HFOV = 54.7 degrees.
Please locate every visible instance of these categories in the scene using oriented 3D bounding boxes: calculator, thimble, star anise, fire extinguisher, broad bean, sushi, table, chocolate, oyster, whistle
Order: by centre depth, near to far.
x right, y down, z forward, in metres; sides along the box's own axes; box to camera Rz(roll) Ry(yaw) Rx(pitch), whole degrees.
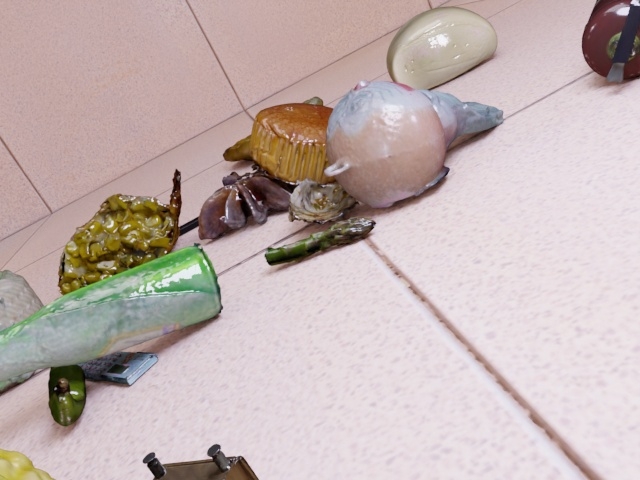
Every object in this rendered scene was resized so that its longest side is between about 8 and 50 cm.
[{"bbox_3d":[-0.084,0.189,0.416,0.083,0.082,0.070,-16,23,28],"label":"table"},{"bbox_3d":[-0.315,0.189,0.770,0.046,0.061,0.195,-2,-3,-22],"label":"broad bean"},{"bbox_3d":[-0.273,0.098,0.777,0.291,0.110,0.110,-21,16,-22],"label":"chocolate"},{"bbox_3d":[-0.281,0.167,0.833,0.172,0.018,0.057,-6,31,44],"label":"calculator"},{"bbox_3d":[0.138,-0.168,0.915,0.347,0.189,0.189,-27,16,-31],"label":"whistle"},{"bbox_3d":[0.460,-0.329,0.921,0.114,0.136,0.337,14,39,21],"label":"fire extinguisher"},{"bbox_3d":[-0.002,-0.058,0.966,0.105,0.056,0.177,-14,23,-7],"label":"oyster"},{"bbox_3d":[-0.543,0.158,0.999,0.218,0.150,0.219,-25,19,9],"label":"thimble"},{"bbox_3d":[-0.134,-0.080,1.159,0.236,0.093,0.229,-36,26,-10],"label":"star anise"},{"bbox_3d":[-0.374,0.000,1.184,0.296,0.167,0.179,-26,-4,-14],"label":"sushi"}]

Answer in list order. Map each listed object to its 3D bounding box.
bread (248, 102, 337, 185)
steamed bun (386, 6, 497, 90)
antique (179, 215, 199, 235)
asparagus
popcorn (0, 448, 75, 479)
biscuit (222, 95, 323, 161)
[{"bbox_3d":[-0.026,-0.181,1.105,0.199,0.104,0.199,9,30,-5],"label":"bread"},{"bbox_3d":[0.270,-0.456,1.451,0.250,0.155,0.200,-27,19,11],"label":"steamed bun"},{"bbox_3d":[-0.283,-0.031,1.328,0.192,0.015,0.031,-29,20,-2],"label":"antique"},{"bbox_3d":[0.000,0.000,0.844,0.165,0.036,0.030,-20,28,19],"label":"asparagus"},{"bbox_3d":[-0.213,0.233,0.350,0.169,0.218,0.189,4,27,-23],"label":"popcorn"},{"bbox_3d":[-0.107,-0.302,1.695,0.335,0.078,0.329,-35,18,-21],"label":"biscuit"}]
